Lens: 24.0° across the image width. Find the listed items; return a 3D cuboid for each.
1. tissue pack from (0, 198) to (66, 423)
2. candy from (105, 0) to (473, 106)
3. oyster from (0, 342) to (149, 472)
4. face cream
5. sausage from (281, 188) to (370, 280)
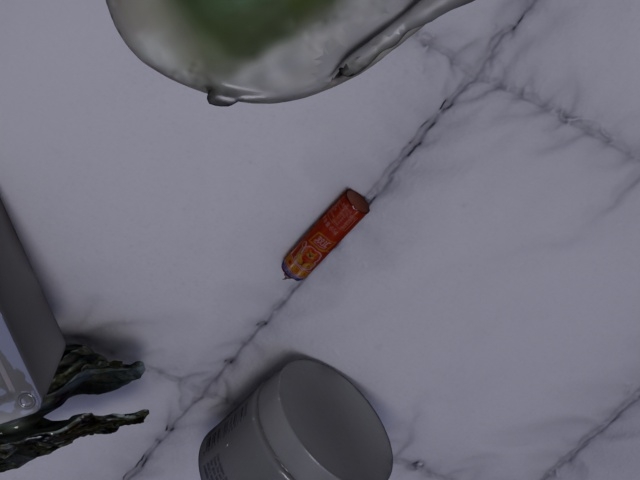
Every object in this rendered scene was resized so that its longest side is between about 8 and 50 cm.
[{"bbox_3d":[-0.373,0.058,1.470,0.159,0.136,0.246,-18,111,6],"label":"tissue pack"},{"bbox_3d":[-0.019,-0.318,1.136,0.427,0.186,0.386,-24,118,26],"label":"candy"},{"bbox_3d":[-0.362,0.191,1.636,0.351,0.158,0.162,-6,147,10],"label":"oyster"},{"bbox_3d":[-0.030,0.248,1.720,0.177,0.177,0.153,29,121,-30],"label":"face cream"},{"bbox_3d":[0.000,0.000,1.604,0.034,0.034,0.129,27,121,-29],"label":"sausage"}]
